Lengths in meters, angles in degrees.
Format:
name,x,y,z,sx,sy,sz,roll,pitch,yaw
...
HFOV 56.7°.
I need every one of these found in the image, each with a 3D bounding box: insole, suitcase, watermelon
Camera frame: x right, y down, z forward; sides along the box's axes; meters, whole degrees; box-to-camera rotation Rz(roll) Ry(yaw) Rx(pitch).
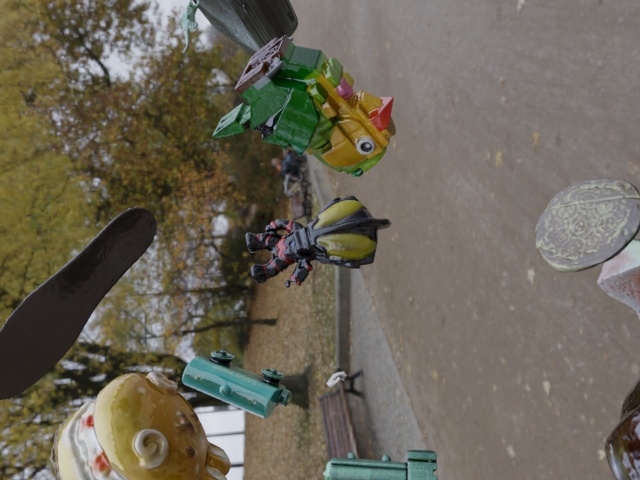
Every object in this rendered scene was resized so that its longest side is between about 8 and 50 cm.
name,x,y,z,sx,sy,sz,roll,pitch,yaw
insole,-0.346,0.081,0.825,0.327,0.007,0.111,-52,-37,-16
suitcase,-0.176,-0.504,1.191,0.128,0.202,0.312,-54,-17,-1
watermelon,0.937,0.094,1.704,0.231,0.193,0.310,-50,5,18

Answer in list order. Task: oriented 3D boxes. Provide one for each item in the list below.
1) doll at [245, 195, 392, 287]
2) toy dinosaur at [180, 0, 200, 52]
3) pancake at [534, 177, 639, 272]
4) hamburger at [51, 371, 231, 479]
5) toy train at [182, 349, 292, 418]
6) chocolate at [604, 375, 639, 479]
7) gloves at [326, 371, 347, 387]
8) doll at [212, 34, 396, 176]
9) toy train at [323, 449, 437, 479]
name,x,y,z,sx,sy,sz,roll,pitch,yaw
doll,0.000,0.001,1.003,0.088,0.249,0.127,-99,-3,-79
toy dinosaur,-0.179,-0.290,0.792,0.062,0.021,0.083,26,96,64
pancake,0.593,-0.035,1.333,0.031,0.250,0.250,36,-151,-32
hamburger,-0.314,0.392,1.098,0.302,0.186,0.261,53,-170,-12
toy train,-0.191,0.324,1.341,0.159,0.248,0.101,8,-81,-77
chocolate,0.548,0.306,0.762,0.331,0.384,0.383,51,162,20
gloves,0.044,0.420,1.780,0.037,0.081,0.044,55,-169,-9
doll,-0.011,-0.139,0.653,0.106,0.186,0.134,-78,12,-48
toy train,0.075,0.334,0.786,0.071,0.171,0.111,85,-171,-61
